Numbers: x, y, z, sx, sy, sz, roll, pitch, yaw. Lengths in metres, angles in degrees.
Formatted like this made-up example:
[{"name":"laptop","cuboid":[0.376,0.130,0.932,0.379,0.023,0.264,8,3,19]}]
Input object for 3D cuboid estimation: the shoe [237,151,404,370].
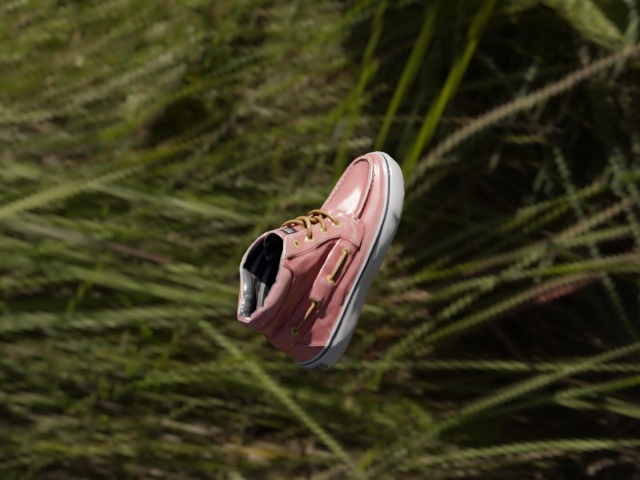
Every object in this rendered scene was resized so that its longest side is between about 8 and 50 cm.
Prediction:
[{"name":"shoe","cuboid":[0.000,0.000,1.282,0.063,0.081,0.178,-6,58,50]}]
